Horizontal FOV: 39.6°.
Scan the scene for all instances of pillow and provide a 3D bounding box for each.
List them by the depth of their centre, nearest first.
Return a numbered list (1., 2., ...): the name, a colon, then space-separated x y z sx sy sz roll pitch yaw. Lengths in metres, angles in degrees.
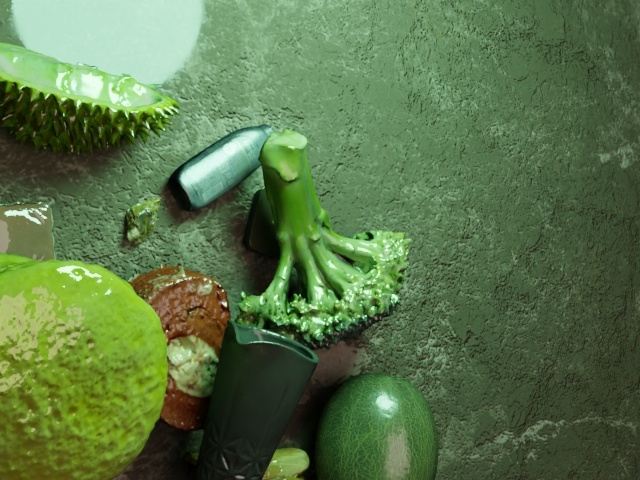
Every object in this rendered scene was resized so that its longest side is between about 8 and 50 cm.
1. pillow: -0.516 0.011 1.356 0.232 0.043 0.126 -11 94 -39

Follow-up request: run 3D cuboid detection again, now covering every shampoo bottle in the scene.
1. shampoo bottle: -0.173 -0.142 1.629 0.233 0.049 0.087 -40 109 -33

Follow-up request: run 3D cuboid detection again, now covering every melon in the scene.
1. melon: 0.104 0.406 1.693 0.237 0.237 0.302 12 77 -37

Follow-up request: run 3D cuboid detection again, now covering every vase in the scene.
1. vase: -0.111 0.284 1.435 0.251 0.156 0.301 4 106 -65

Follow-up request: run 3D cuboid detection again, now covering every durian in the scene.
1. durian: -0.382 -0.228 1.412 0.355 0.157 0.170 6 67 -38

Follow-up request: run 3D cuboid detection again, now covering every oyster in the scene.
1. oyster: -0.305 -0.039 1.532 0.051 0.034 0.093 27 67 -42

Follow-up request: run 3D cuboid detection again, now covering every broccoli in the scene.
1. broccoli: 0.014 0.004 1.656 0.353 0.274 0.397 13 70 -66

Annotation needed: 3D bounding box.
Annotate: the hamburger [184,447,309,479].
1. hamburger: -0.108 0.439 1.593 0.262 0.131 0.124 6 83 -33

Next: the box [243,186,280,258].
1. box: -0.096 -0.033 1.694 0.091 0.031 0.126 20 76 -36

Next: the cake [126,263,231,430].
1. cake: -0.246 0.178 1.487 0.177 0.151 0.283 -10 102 -30

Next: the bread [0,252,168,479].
1. bread: -0.420 0.170 1.234 0.348 0.307 0.348 -17 115 -40
